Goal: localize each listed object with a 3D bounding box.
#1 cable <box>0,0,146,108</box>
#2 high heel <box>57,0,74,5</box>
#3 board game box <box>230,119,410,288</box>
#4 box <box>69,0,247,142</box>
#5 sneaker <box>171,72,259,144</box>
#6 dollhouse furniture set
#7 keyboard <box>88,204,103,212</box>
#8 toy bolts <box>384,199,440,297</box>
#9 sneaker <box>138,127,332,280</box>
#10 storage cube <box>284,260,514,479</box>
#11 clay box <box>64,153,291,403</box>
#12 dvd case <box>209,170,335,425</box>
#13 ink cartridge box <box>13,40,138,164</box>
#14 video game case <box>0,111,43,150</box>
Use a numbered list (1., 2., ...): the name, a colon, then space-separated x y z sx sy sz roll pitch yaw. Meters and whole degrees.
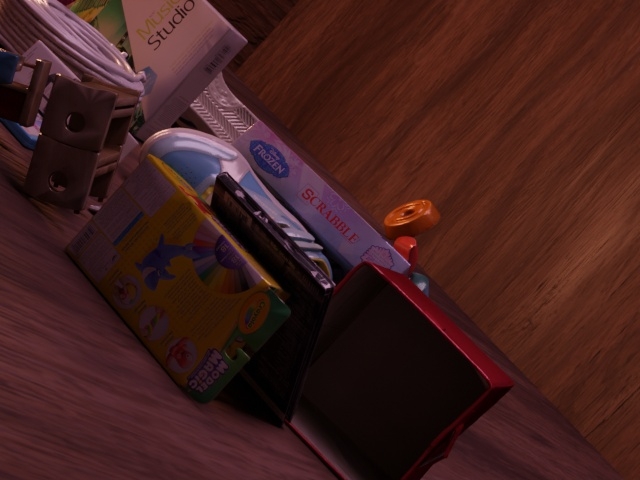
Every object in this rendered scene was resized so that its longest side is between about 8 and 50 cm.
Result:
1. cable: -0.372 -0.273 1.935 0.257 0.089 0.257 39 8 -17
2. high heel: -0.405 -0.382 2.088 0.244 0.082 0.117 -9 -25 42
3. board game box: 0.000 0.000 2.027 0.318 0.066 0.318 44 -13 14
4. box: -0.290 -0.333 2.160 0.322 0.232 0.058 47 7 37
5. sneaker: -0.238 -0.262 2.337 0.148 0.131 0.350 -1 -53 52
6. dollhouse furniture set: -0.303 -0.121 1.370 0.184 0.129 0.129 18 8 0
7. keyboard: -0.132 -0.002 1.481 0.256 0.014 0.072 16 9 10
8. toy bolts: 0.141 0.058 2.236 0.158 0.218 0.228 65 -7 -20
9. sneaker: -0.099 -0.019 1.760 0.319 0.127 0.208 38 7 -27
10. storage cube: 0.073 0.152 1.429 0.215 0.183 0.193 44 7 15
11. clay box: -0.127 0.039 1.234 0.222 0.127 0.053 46 8 24
12. dvd case: -0.063 0.061 1.290 0.018 0.221 0.164 -27 60 -34
13. ink cartridge box: -0.310 -0.165 1.659 0.150 0.063 0.109 45 -3 23
14. video game case: -0.364 -0.156 1.565 0.166 0.015 0.119 45 7 20
